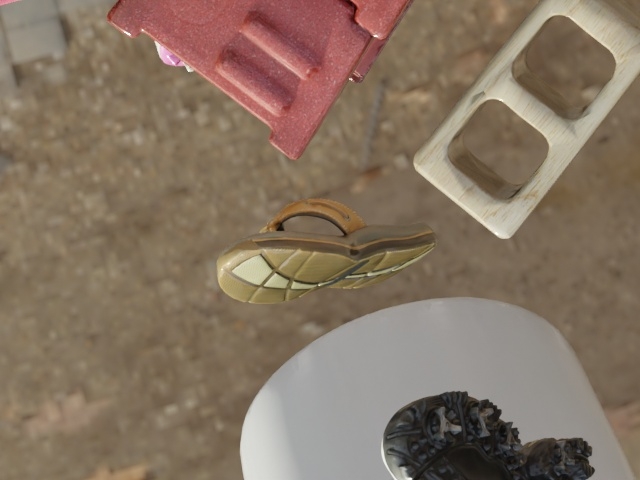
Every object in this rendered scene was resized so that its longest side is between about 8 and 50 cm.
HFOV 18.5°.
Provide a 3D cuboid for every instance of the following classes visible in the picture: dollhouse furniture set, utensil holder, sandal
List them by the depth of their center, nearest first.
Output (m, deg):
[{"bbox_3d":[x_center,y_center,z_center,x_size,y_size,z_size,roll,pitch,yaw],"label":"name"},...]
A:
[{"bbox_3d":[0.101,-0.077,1.002,0.152,0.374,0.201,-53,179,19],"label":"dollhouse furniture set"},{"bbox_3d":[0.000,0.000,1.149,0.072,0.049,0.180,-32,164,36],"label":"sandal"},{"bbox_3d":[0.119,0.282,1.546,0.327,0.385,0.327,-10,139,-9],"label":"utensil holder"}]

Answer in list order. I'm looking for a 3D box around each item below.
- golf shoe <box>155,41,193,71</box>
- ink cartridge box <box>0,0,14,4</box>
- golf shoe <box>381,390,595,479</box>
[{"bbox_3d":[-0.026,-0.223,1.481,0.306,0.140,0.115,-20,165,-50],"label":"golf shoe"},{"bbox_3d":[-0.188,-0.218,0.907,0.172,0.100,0.237,-25,149,-49],"label":"ink cartridge box"},{"bbox_3d":[0.070,0.130,1.035,0.094,0.077,0.198,-10,158,30],"label":"golf shoe"}]
